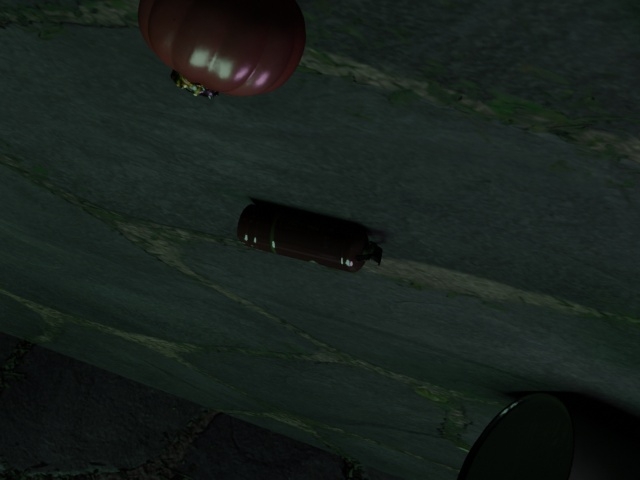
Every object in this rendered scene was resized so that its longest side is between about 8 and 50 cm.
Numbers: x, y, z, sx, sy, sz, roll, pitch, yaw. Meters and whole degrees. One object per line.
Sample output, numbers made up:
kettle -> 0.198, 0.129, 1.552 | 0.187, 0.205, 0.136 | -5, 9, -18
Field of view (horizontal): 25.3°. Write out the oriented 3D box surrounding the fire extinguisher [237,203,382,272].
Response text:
fire extinguisher -> 0.000, 0.000, 1.399 | 0.157, 0.045, 0.078 | 13, -168, 23

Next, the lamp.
lamp -> -0.061, -0.135, 0.884 | 0.107, 0.092, 0.107 | 25, -160, -10

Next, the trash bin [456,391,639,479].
trash bin -> 0.407, 0.393, 1.831 | 0.432, 0.280, 0.280 | 29, 163, -20
